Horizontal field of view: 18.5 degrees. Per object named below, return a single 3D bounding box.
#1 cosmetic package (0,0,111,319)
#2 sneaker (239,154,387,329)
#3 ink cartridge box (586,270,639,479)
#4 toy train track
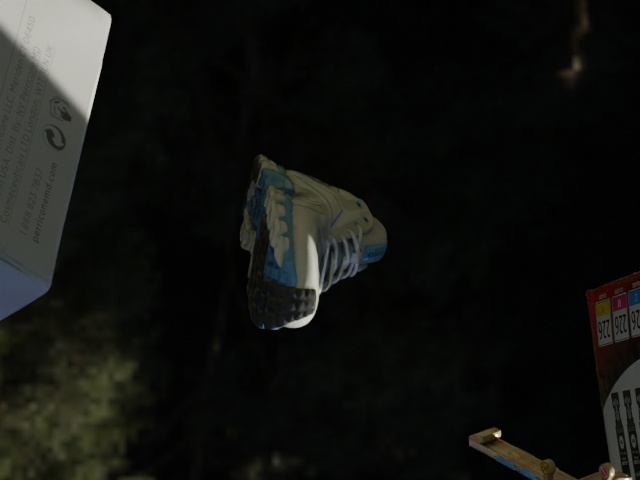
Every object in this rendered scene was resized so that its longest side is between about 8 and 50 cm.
[{"bbox_3d":[-0.238,-0.047,0.711,0.225,0.138,0.224,34,135,-31],"label":"cosmetic package"},{"bbox_3d":[0.000,0.000,1.129,0.083,0.071,0.190,11,-159,-7],"label":"sneaker"},{"bbox_3d":[0.292,0.138,1.237,0.130,0.272,0.309,-6,172,-12],"label":"ink cartridge box"},{"bbox_3d":[0.087,0.086,0.760,0.048,0.014,0.083,-16,-157,-32],"label":"toy train track"}]
